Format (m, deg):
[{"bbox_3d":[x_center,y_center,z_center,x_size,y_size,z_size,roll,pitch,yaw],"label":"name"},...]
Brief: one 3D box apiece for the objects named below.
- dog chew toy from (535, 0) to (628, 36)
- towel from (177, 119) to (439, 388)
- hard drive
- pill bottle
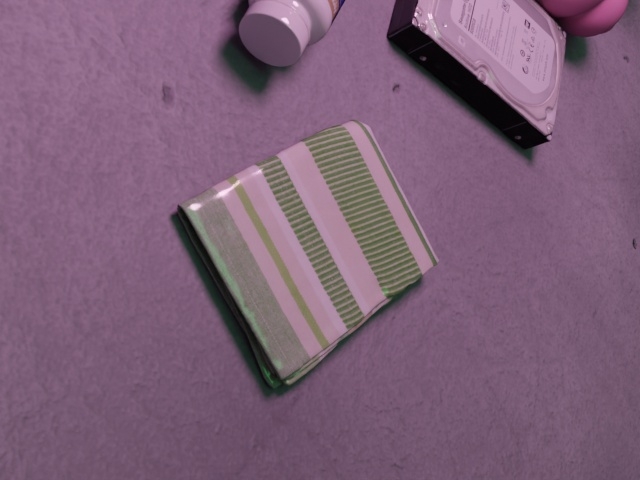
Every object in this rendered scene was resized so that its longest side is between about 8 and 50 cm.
[{"bbox_3d":[0.417,-0.479,1.418,0.332,0.206,0.207,41,56,-34],"label":"dog chew toy"},{"bbox_3d":[0.000,0.000,1.046,0.325,0.038,0.248,-33,100,-38],"label":"towel"},{"bbox_3d":[0.265,-0.331,1.336,0.339,0.064,0.237,32,60,-29],"label":"hard drive"},{"bbox_3d":[-0.027,-0.313,1.051,0.112,0.112,0.187,41,56,-25],"label":"pill bottle"}]
